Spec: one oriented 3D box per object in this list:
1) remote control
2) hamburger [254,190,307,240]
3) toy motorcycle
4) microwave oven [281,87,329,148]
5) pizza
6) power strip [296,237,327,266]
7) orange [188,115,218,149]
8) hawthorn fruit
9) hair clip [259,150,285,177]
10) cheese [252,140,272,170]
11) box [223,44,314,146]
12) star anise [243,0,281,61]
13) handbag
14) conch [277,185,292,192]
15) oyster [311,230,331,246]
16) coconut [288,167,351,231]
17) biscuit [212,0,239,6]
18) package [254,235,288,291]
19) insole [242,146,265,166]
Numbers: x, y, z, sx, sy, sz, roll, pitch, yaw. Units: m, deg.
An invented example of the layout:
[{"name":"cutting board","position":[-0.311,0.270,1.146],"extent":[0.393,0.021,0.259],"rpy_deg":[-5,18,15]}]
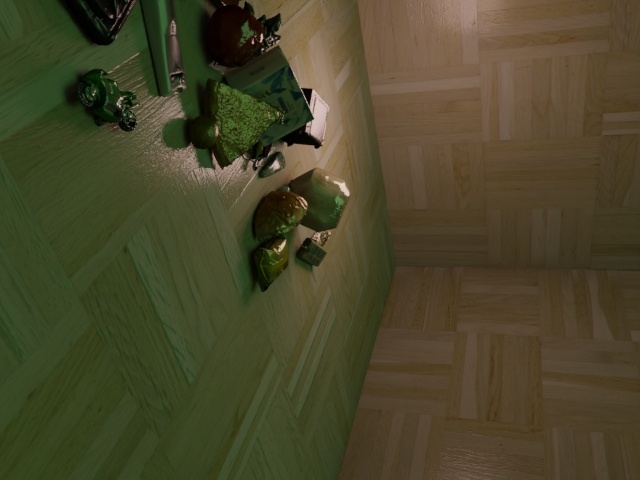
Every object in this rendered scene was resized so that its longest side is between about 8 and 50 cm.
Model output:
[{"name":"remote control","position":[-0.395,-0.535,1.502],"extent":[0.109,0.055,0.312],"rpy_deg":[-50,137,-62]},{"name":"hamburger","position":[-0.150,-0.091,2.094],"extent":[0.208,0.156,0.135],"rpy_deg":[-45,128,-55]},{"name":"toy motorcycle","position":[-0.469,-0.313,1.282],"extent":[0.190,0.074,0.106],"rpy_deg":[32,52,-68]},{"name":"microwave oven","position":[-0.093,-0.461,2.194],"extent":[0.247,0.188,0.177],"rpy_deg":[15,82,-75]},{"name":"pizza","position":[-0.231,-0.364,1.808],"extent":[0.288,0.075,0.279],"rpy_deg":[-16,116,-39]},{"name":"power strip","position":[-0.040,0.049,2.521],"extent":[0.092,0.034,0.268],"rpy_deg":[-56,157,-1]},{"name":"orange","position":[-0.331,-0.304,1.649],"extent":[0.085,0.085,0.094],"rpy_deg":[45,46,-64]},{"name":"hawthorn fruit","position":[-0.263,-0.612,1.753],"extent":[0.179,0.174,0.173],"rpy_deg":[-65,172,25]},{"name":"hair clip","position":[-0.171,-0.283,2.186],"extent":[0.229,0.036,0.065],"rpy_deg":[-54,134,-59]},{"name":"cheese","position":[-0.208,-0.309,2.052],"extent":[0.086,0.036,0.162],"rpy_deg":[92,12,-55]},{"name":"box","position":[-0.162,-0.469,1.919],"extent":[0.116,0.203,0.274],"rpy_deg":[64,3,33]},{"name":"star anise","position":[-0.214,-0.666,1.948],"extent":[0.283,0.129,0.212],"rpy_deg":[45,60,-51]},{"name":"handbag","position":[-0.468,-0.592,1.254],"extent":[0.244,0.088,0.275],"rpy_deg":[70,26,-53]},{"name":"conch","position":[-0.137,-0.175,2.262],"extent":[0.085,0.057,0.076],"rpy_deg":[-46,146,-63]},{"name":"oyster","position":[-0.003,-0.002,2.660],"extent":[0.108,0.053,0.165],"rpy_deg":[62,39,-35]},{"name":"coconut","position":[-0.019,-0.164,2.345],"extent":[0.245,0.248,0.244],"rpy_deg":[23,90,-89]},{"name":"biscuit","position":[-0.308,-0.809,1.765],"extent":[0.290,0.041,0.208],"rpy_deg":[9,79,-68]},{"name":"package","position":[-0.174,0.070,2.099],"extent":[0.226,0.090,0.168],"rpy_deg":[-43,133,-61]},{"name":"insole","position":[-0.233,-0.301,2.053],"extent":[0.197,0.004,0.065],"rpy_deg":[13,78,-71]}]
